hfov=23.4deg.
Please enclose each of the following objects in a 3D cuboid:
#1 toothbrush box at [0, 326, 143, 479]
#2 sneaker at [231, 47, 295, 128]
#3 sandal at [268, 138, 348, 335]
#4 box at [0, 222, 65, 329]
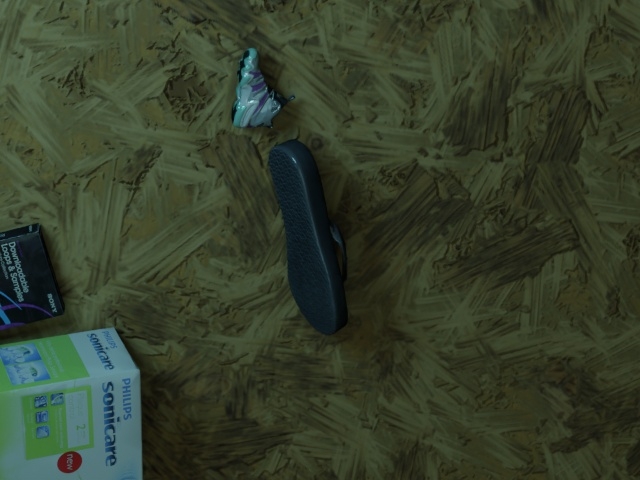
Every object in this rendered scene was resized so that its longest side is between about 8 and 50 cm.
[{"bbox_3d":[-0.361,0.236,1.819,0.283,0.122,0.206,-8,116,-22],"label":"toothbrush box"},{"bbox_3d":[-0.061,-0.172,1.756,0.069,0.038,0.098,4,123,-13],"label":"sneaker"},{"bbox_3d":[0.000,0.000,1.819,0.054,0.097,0.254,-24,121,-28],"label":"sandal"},{"bbox_3d":[-0.393,0.053,1.809,0.162,0.029,0.116,-15,116,-4],"label":"box"}]
